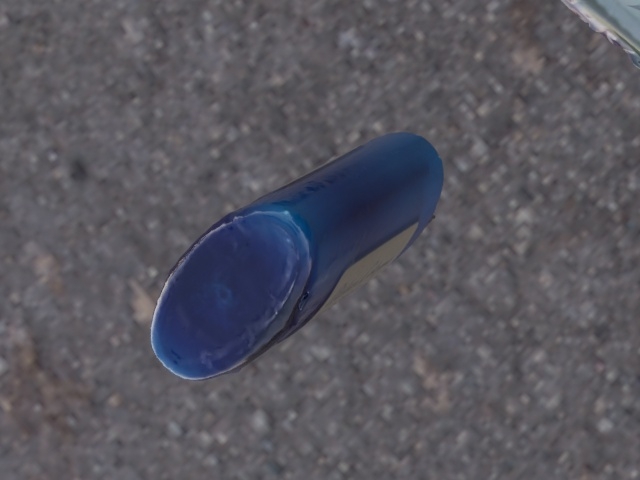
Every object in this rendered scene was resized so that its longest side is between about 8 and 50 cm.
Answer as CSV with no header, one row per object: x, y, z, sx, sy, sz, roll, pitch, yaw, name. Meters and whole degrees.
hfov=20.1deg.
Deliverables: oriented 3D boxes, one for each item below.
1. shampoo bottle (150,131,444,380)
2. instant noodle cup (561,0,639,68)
0.000,0.000,0.740,0.050,0.183,0.087,45,116,6,shampoo bottle
0.193,-0.202,0.551,0.339,0.266,0.340,26,156,12,instant noodle cup
